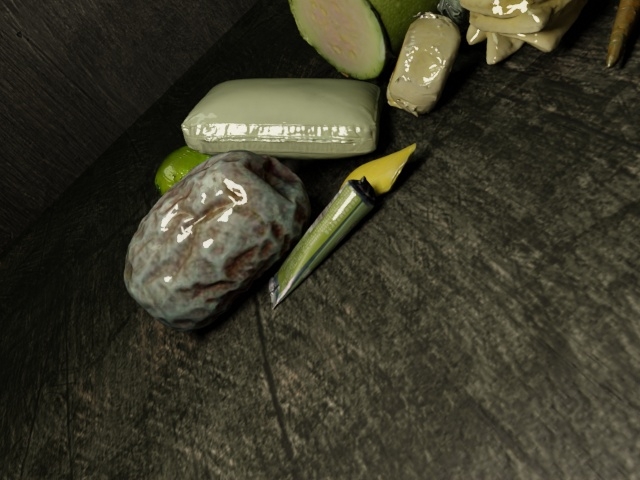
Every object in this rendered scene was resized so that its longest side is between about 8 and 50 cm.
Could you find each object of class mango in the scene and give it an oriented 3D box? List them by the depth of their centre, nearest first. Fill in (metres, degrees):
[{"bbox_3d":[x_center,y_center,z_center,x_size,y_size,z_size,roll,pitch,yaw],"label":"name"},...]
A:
[{"bbox_3d":[-0.310,-0.162,2.097,0.119,0.100,0.178,25,57,29],"label":"mango"}]

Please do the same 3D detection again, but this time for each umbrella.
[{"bbox_3d":[0.221,-0.364,1.441,0.050,0.046,0.188,-44,-17,-2],"label":"umbrella"}]

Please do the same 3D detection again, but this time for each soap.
[{"bbox_3d":[0.086,-0.094,1.349,0.168,0.033,0.089,-17,41,50],"label":"soap"}]

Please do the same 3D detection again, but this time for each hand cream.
[{"bbox_3d":[0.000,0.000,1.323,0.235,0.055,0.086,-49,19,16],"label":"hand cream"}]

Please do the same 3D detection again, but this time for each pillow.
[{"bbox_3d":[-0.056,-0.212,1.522,0.322,0.120,0.255,0,25,7],"label":"pillow"}]

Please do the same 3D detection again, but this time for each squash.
[{"bbox_3d":[0.143,-0.513,1.653,0.384,0.263,0.263,-47,21,-20],"label":"squash"}]

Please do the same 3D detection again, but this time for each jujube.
[{"bbox_3d":[-0.167,-0.002,1.406,0.317,0.226,0.226,-45,21,16],"label":"jujube"}]

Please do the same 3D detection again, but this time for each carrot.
[{"bbox_3d":[0.402,-0.305,1.152,0.049,0.049,0.254,-18,37,49],"label":"carrot"}]

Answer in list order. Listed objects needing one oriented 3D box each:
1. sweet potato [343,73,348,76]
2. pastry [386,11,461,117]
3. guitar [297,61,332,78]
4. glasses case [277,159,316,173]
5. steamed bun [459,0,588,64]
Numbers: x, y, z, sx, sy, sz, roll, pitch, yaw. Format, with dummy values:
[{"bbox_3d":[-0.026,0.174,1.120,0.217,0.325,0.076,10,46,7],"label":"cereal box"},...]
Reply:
[{"bbox_3d":[0.148,-0.436,1.811,0.281,0.067,0.059,-42,43,-1],"label":"sweet potato"},{"bbox_3d":[0.163,-0.280,1.420,0.166,0.088,0.166,22,-90,-90],"label":"pastry"},{"bbox_3d":[0.018,-0.404,2.021,0.271,0.038,0.084,-29,25,35],"label":"guitar"},{"bbox_3d":[-0.100,-0.140,1.725,0.299,0.060,0.114,-27,26,37],"label":"glasses case"},{"bbox_3d":[0.325,-0.410,1.344,0.247,0.189,0.428,8,53,34],"label":"steamed bun"}]
